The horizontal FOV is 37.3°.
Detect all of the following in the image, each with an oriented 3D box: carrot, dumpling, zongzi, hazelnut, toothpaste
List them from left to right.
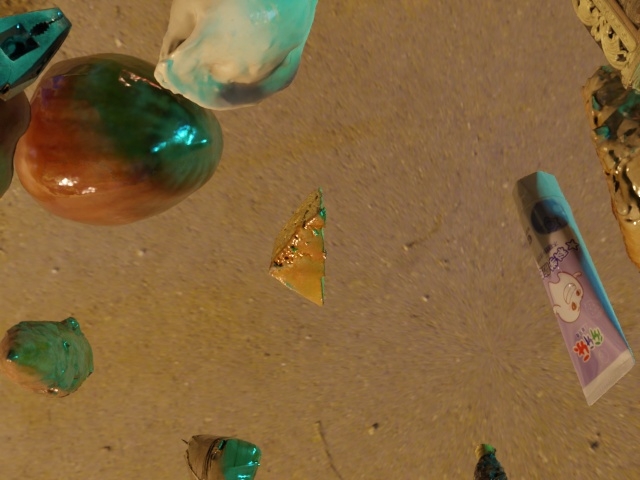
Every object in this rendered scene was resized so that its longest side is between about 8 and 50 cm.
[{"bbox_3d":[-0.317,0.131,1.060,0.102,0.263,0.102,1,81,-5],"label":"carrot"},{"bbox_3d":[-0.365,-0.177,1.722,0.366,0.366,0.366,-1,83,10],"label":"hazelnut"},{"bbox_3d":[-0.166,0.374,1.384,0.081,0.189,0.178,18,74,-27],"label":"zongzi"},{"bbox_3d":[-0.066,-0.200,0.895,0.181,0.155,0.111,-37,44,10],"label":"dumpling"},{"bbox_3d":[0.384,0.058,1.448,0.080,0.125,0.371,2,54,-22],"label":"toothpaste"}]

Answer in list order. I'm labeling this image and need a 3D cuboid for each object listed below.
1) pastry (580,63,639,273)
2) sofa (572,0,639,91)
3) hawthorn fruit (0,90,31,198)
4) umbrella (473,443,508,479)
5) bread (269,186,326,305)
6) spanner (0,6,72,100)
[{"bbox_3d":[0.447,-0.103,1.275,0.136,0.329,0.329,-16,81,19],"label":"pastry"},{"bbox_3d":[0.356,-0.256,0.860,0.200,0.182,0.258,3,39,-9],"label":"sofa"},{"bbox_3d":[-0.430,-0.125,0.967,0.199,0.251,0.199,-8,77,39],"label":"hawthorn fruit"},{"bbox_3d":[0.174,0.258,0.949,0.040,0.144,0.037,-24,115,11],"label":"umbrella"},{"bbox_3d":[0.000,0.000,1.088,0.080,0.084,0.109,29,120,-18],"label":"bread"},{"bbox_3d":[-0.263,-0.067,0.553,0.095,0.325,0.040,48,137,-4],"label":"spanner"}]
